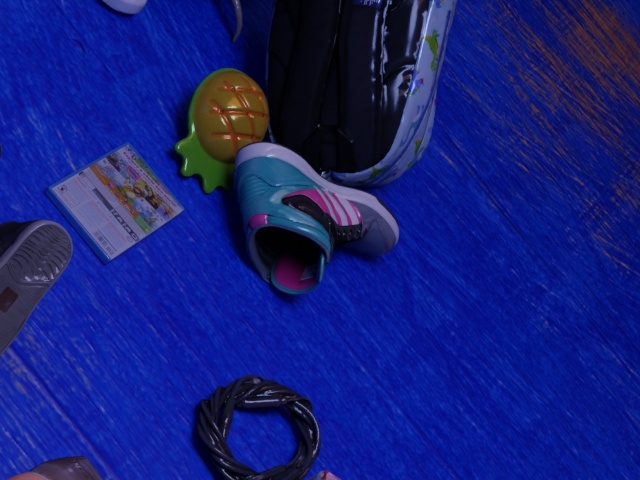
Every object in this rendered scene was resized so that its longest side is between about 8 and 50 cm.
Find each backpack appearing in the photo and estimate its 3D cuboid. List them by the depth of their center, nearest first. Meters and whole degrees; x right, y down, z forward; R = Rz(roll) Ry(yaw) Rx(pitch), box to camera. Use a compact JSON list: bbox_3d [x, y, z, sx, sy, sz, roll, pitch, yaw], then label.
[{"bbox_3d":[0.055,-0.249,1.848,0.273,0.290,0.356,45,52,-68],"label":"backpack"}]

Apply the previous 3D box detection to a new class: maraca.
[{"bbox_3d":[-0.137,-0.154,1.769,0.127,0.099,0.186,37,64,-27],"label":"maraca"}]

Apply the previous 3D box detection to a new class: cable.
[{"bbox_3d":[-0.074,0.237,1.562,0.150,0.047,0.184,52,41,10],"label":"cable"}]

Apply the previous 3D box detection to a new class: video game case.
[{"bbox_3d":[-0.260,-0.051,1.627,0.119,0.015,0.166,50,39,0],"label":"video game case"}]

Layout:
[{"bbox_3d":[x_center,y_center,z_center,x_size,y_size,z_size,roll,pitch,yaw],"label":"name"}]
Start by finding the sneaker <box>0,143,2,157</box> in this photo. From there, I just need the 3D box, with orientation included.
[{"bbox_3d":[-0.516,-0.164,1.418,0.319,0.112,0.131,22,30,-35],"label":"sneaker"}]

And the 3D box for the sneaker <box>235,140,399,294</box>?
[{"bbox_3d":[0.000,0.000,1.756,0.295,0.124,0.178,28,49,-36],"label":"sneaker"}]

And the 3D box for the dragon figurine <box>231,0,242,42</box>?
[{"bbox_3d":[-0.186,-0.452,1.939,0.289,0.085,0.144,54,6,-22],"label":"dragon figurine"}]

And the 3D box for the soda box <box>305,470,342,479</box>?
[{"bbox_3d":[0.070,0.387,1.533,0.263,0.092,0.083,37,41,-17],"label":"soda box"}]

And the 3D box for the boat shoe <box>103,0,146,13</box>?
[{"bbox_3d":[-0.302,-0.475,1.853,0.113,0.105,0.306,9,54,-40],"label":"boat shoe"}]

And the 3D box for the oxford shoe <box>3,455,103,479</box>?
[{"bbox_3d":[-0.182,0.371,1.280,0.364,0.130,0.132,56,33,7],"label":"oxford shoe"}]

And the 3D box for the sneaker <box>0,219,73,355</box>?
[{"bbox_3d":[-0.372,0.066,1.388,0.222,0.118,0.083,-47,118,-24],"label":"sneaker"}]
